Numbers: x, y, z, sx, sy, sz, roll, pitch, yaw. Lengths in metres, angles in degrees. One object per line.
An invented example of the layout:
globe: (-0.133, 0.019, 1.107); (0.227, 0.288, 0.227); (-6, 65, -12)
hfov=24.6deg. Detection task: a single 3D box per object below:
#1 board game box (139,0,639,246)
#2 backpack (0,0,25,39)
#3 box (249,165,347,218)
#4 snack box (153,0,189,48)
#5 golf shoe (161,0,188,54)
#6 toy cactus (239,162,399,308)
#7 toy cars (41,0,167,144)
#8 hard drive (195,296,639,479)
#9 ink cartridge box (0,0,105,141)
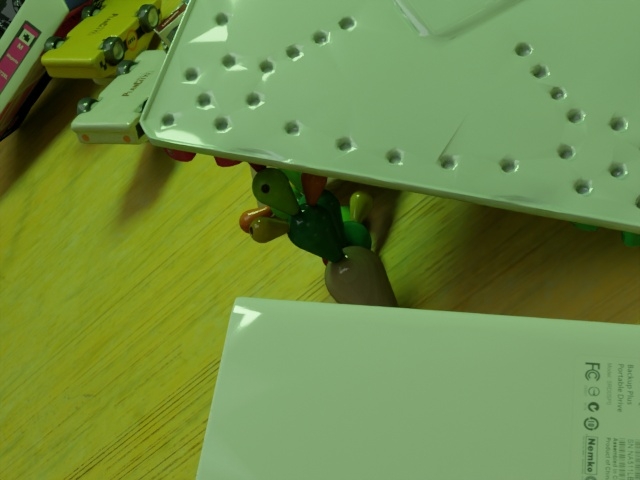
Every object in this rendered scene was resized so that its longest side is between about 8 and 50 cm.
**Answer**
board game box: (0.106, -0.196, 1.121); (0.389, 0.050, 0.390); (11, 64, 16)
backpack: (-0.412, -0.307, 2.142); (0.120, 0.101, 0.098); (40, 100, 28)
box: (-0.022, -0.118, 1.349); (0.201, 0.021, 0.165); (-23, 74, 61)
snack box: (-0.099, -0.270, 1.649); (0.178, 0.064, 0.022); (-40, 33, -2)
golf shoe: (-0.128, -0.267, 1.728); (0.176, 0.069, 0.086); (-51, 5, -24)
toy cactus: (0.000, 0.000, 1.198); (0.112, 0.219, 0.181); (-31, 72, 2)
toy cars: (-0.236, -0.194, 1.781); (0.176, 0.087, 0.394); (-19, 32, -10)
hard drive: (0.090, 0.137, 0.844); (0.318, 0.040, 0.210); (4, 54, 9)
ink cartridge box: (-0.377, -0.272, 1.975); (0.371, 0.069, 0.176); (-52, 2, 27)
